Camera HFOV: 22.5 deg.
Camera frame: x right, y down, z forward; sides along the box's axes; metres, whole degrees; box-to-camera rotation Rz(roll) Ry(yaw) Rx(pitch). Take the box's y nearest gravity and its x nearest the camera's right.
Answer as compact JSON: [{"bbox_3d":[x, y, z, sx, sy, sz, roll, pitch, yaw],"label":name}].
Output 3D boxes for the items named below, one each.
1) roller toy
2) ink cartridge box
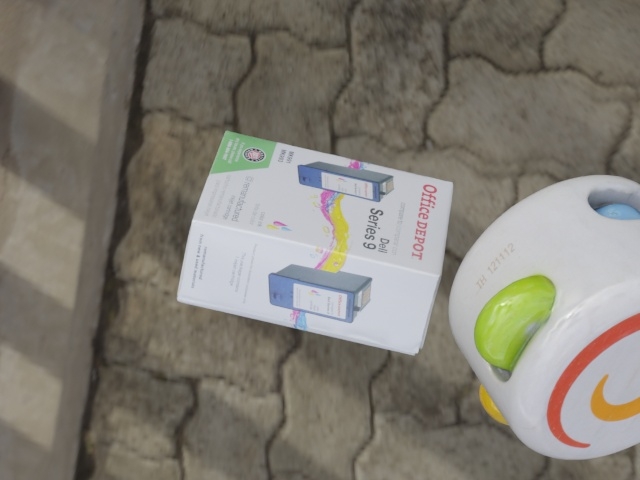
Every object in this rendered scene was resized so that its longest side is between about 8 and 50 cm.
[{"bbox_3d":[0.201,0.055,1.210,0.191,0.146,0.209,-27,138,-4],"label":"roller toy"},{"bbox_3d":[0.000,0.000,1.382,0.212,0.154,0.093,15,125,1],"label":"ink cartridge box"}]
